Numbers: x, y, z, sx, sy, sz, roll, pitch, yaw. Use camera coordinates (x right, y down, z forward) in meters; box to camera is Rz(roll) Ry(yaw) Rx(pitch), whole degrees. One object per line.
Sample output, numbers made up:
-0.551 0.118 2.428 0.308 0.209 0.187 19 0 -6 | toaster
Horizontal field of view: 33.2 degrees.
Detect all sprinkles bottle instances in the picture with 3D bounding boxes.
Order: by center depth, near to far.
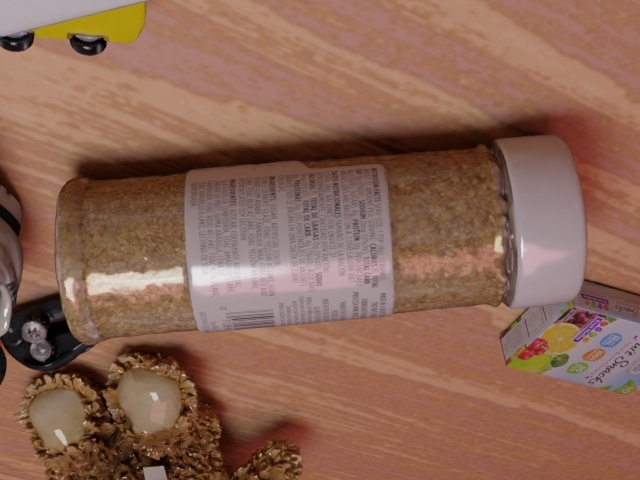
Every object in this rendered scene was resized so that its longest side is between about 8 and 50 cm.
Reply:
0.000 0.000 0.758 0.355 0.121 0.121 -5 140 -1 | sprinkles bottle

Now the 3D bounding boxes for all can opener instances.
-0.172 0.058 0.870 0.186 0.073 0.059 -19 100 11 | can opener

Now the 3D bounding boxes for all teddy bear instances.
-0.148 0.220 1.036 0.245 0.113 0.338 -32 127 18 | teddy bear

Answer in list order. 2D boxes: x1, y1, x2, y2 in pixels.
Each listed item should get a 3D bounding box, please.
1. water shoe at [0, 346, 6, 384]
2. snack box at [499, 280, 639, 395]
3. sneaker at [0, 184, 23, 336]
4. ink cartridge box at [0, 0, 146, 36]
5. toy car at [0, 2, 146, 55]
-0.341 0.066 0.832 0.080 0.073 0.203 -12 133 40 | water shoe
0.247 0.087 0.957 0.141 0.037 0.100 15 137 -24 | snack box
-0.257 -0.007 0.694 0.090 0.095 0.235 -9 159 11 | sneaker
-0.087 -0.205 0.386 0.307 0.129 0.223 -12 149 8 | ink cartridge box
-0.247 -0.141 0.614 0.239 0.053 0.225 28 130 -33 | toy car
